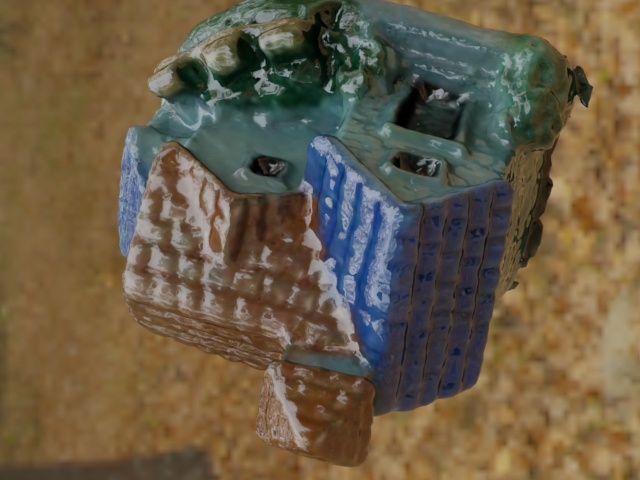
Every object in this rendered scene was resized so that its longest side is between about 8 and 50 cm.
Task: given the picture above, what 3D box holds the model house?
[{"bbox_3d":[0.000,0.000,0.647,0.149,0.148,0.119,-68,-9,-58],"label":"model house"}]
